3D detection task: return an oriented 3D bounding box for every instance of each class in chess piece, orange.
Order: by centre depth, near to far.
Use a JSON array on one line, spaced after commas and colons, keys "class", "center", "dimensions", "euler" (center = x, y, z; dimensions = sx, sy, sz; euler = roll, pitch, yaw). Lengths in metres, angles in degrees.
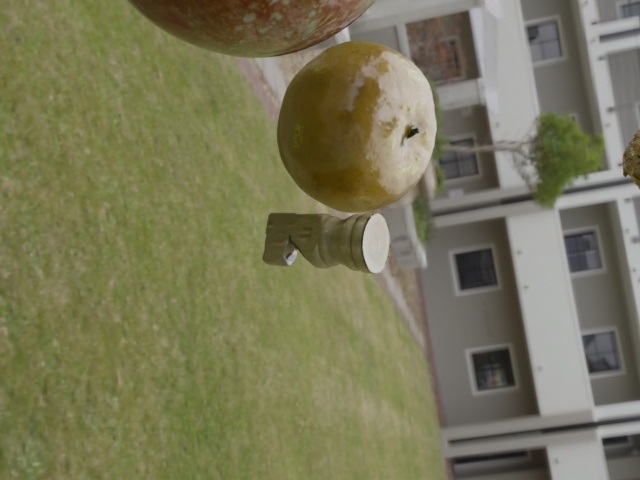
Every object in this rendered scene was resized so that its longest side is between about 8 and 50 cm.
[{"class": "chess piece", "center": [0.000, 0.000, 1.288], "dimensions": [0.090, 0.200, 0.090], "euler": [-8, 99, -57]}, {"class": "orange", "center": [0.056, -0.183, 1.388], "dimensions": [0.279, 0.235, 0.279], "euler": [-21, 117, -48]}]

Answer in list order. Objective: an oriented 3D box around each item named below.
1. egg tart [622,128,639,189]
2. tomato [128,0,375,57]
[{"class": "egg tart", "center": [0.570, -0.103, 1.116], "dimensions": [0.341, 0.341, 0.129], "euler": [-82, -177, -63]}, {"class": "tomato", "center": [-0.050, -0.276, 0.679], "dimensions": [0.222, 0.270, 0.270], "euler": [43, 38, -68]}]
